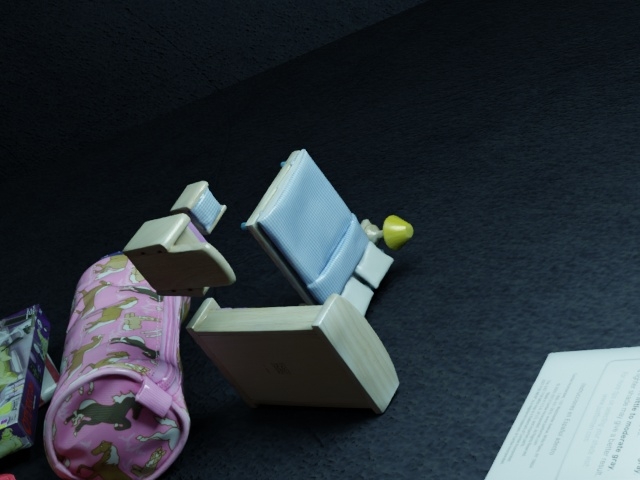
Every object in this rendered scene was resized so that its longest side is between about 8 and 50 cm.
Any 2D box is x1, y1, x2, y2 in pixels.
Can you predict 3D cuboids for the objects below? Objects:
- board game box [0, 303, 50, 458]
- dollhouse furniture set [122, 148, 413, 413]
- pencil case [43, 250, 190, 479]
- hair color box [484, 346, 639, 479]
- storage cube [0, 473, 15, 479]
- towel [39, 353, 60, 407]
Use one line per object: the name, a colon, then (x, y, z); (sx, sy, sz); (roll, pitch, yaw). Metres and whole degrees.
board game box: (-0.486, 0.215, 1.548); (0.208, 0.056, 0.347); (-27, 24, 1)
dollhouse furniture set: (0.000, 0.000, 1.255); (0.198, 0.286, 0.303); (-6, 40, 41)
pencil case: (-0.238, 0.146, 1.365); (0.160, 0.167, 0.386); (6, 20, -8)
hair color box: (0.316, 0.161, 0.773); (0.374, 0.113, 0.185); (-9, 27, 37)
storage cube: (-0.366, 0.326, 0.953); (0.184, 0.215, 0.193); (-16, -4, 26)
towel: (-0.531, 0.254, 1.600); (0.329, 0.037, 0.237); (-31, 23, -14)
